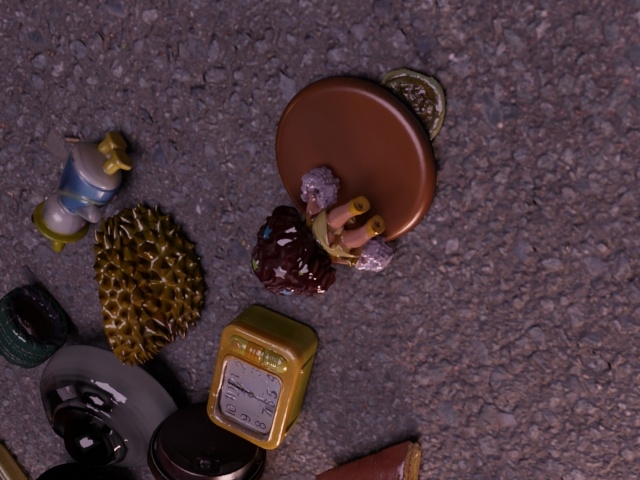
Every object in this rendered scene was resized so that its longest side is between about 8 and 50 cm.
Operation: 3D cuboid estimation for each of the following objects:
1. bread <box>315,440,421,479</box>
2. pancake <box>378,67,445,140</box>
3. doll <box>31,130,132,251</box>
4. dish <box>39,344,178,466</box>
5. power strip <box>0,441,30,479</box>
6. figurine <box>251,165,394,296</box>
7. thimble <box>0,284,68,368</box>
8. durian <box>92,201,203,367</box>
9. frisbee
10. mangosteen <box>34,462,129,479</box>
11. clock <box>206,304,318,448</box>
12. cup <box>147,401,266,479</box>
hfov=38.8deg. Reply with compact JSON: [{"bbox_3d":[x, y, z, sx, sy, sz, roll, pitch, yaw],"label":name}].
[{"bbox_3d":[0.096,0.390,1.443,0.192,0.067,0.119,-30,96,33],"label":"bread"},{"bbox_3d":[0.118,-0.180,1.217,0.108,0.017,0.108,10,115,22],"label":"pancake"},{"bbox_3d":[-0.392,-0.075,1.471,0.135,0.098,0.241,45,126,4],"label":"doll"},{"bbox_3d":[-0.390,0.323,1.579,0.273,0.134,0.273,14,131,16],"label":"dish"},{"bbox_3d":[-0.588,0.584,1.876,0.092,0.066,0.388,-33,92,32],"label":"power strip"},{"bbox_3d":[-0.001,0.001,1.272,0.240,0.116,0.175,-31,98,38],"label":"figurine"},{"bbox_3d":[-0.525,0.155,1.622,0.090,0.118,0.135,-38,94,32],"label":"thimble"},{"bbox_3d":[-0.274,0.075,1.474,0.186,0.154,0.261,-21,110,7],"label":"durian"},{"bbox_3d":[0.044,-0.107,1.274,0.250,0.021,0.251,14,122,24],"label":"frisbee"},{"bbox_3d":[-0.433,0.515,1.700,0.249,0.211,0.212,-12,108,-2],"label":"mangosteen"},{"bbox_3d":[-0.095,0.219,1.451,0.143,0.096,0.202,21,120,14],"label":"clock"},{"bbox_3d":[-0.197,0.421,1.544,0.196,0.196,0.280,22,128,17],"label":"cup"}]
